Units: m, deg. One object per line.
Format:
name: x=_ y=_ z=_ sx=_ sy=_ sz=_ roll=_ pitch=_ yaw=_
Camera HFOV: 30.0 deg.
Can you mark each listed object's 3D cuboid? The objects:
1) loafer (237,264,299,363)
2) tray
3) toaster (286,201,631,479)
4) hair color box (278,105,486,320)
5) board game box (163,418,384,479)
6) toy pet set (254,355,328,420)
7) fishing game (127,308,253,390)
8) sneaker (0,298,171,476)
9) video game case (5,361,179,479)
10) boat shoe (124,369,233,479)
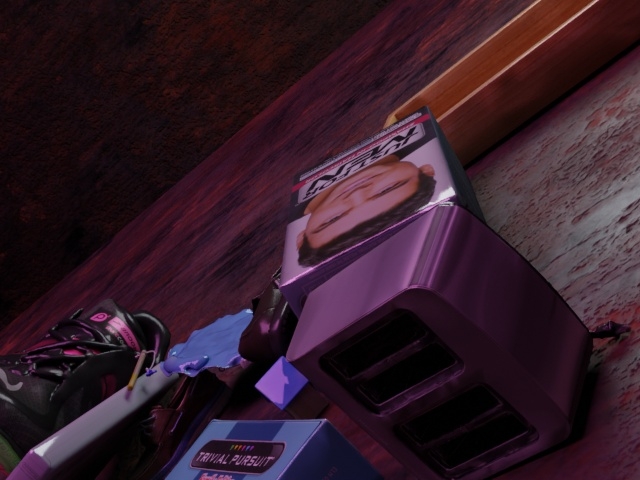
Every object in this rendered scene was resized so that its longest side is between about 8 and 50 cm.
loafer: x=-0.042 y=0.067 z=1.348 sx=0.078 sy=0.080 sz=0.220 roll=-12 pitch=19 yaw=20
tray: x=0.240 y=-0.207 z=1.494 sx=0.411 sy=0.076 sz=0.203 roll=-36 pitch=15 yaw=29
toaster: x=0.093 y=0.079 z=0.862 sx=0.185 sy=0.168 sz=0.110 roll=-35 pitch=19 yaw=37
hair color box: x=0.070 y=-0.015 z=1.249 sx=0.185 sy=0.114 sz=0.374 roll=-28 pitch=17 yaw=10
board game box: x=-0.123 y=0.302 z=1.001 sx=0.336 sy=0.079 sz=0.253 roll=-50 pitch=14 yaw=-23
toy pet set: x=-0.009 y=0.128 z=1.223 sx=0.114 sy=0.065 sz=0.122 roll=-47 pitch=13 yaw=-11
fishing game: x=-0.103 y=0.126 z=1.439 sx=0.264 sy=0.041 sz=0.189 roll=-20 pitch=13 yaw=-1
sneaker: x=-0.333 y=0.167 z=1.546 sx=0.202 sy=0.185 sz=0.483 roll=-52 pitch=-6 yaw=11
video game case: x=-0.325 y=0.297 z=1.409 sx=0.300 sy=0.036 sz=0.329 roll=-50 pitch=-6 yaw=20
boat shoe: x=-0.185 y=0.228 z=1.433 sx=0.183 sy=0.066 sz=0.066 roll=-51 pitch=14 yaw=-31
